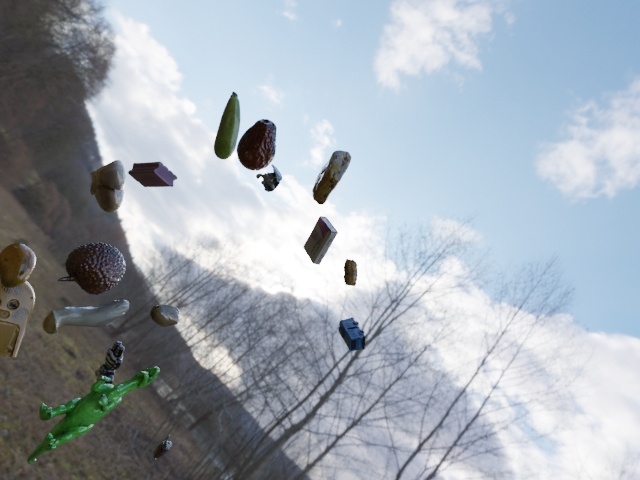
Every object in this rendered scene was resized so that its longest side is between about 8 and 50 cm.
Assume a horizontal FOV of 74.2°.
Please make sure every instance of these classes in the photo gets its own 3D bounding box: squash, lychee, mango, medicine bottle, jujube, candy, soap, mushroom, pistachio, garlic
[{"bbox_3d":[-0.498,-0.623,2.323,0.118,0.118,0.371,31,-69,32],"label":"squash"},{"bbox_3d":[-0.712,0.091,1.321,0.165,0.197,0.165,24,-46,27],"label":"lychee"},{"bbox_3d":[-1.088,0.085,1.518,0.165,0.115,0.089,60,-31,26],"label":"mango"},{"bbox_3d":[0.000,0.000,2.113,0.052,0.201,0.171,17,23,-31],"label":"medicine bottle"},{"bbox_3d":[-0.257,-0.402,1.768,0.168,0.168,0.237,43,-47,12],"label":"jujube"},{"bbox_3d":[-0.605,0.797,1.621,0.175,0.043,0.045,-48,-140,34],"label":"candy"},{"bbox_3d":[-0.778,-0.303,1.961,0.202,0.066,0.122,3,-30,33],"label":"soap"},{"bbox_3d":[-1.041,0.328,1.880,0.159,0.328,0.122,-53,-124,35],"label":"mushroom"},{"bbox_3d":[-0.752,0.362,2.049,0.113,0.113,0.149,26,-13,39],"label":"pistachio"},{"bbox_3d":[-0.693,-0.180,1.405,0.124,0.099,0.175,8,-82,42],"label":"garlic"}]

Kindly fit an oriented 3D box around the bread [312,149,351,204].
[{"bbox_3d":[0.044,-0.304,1.980,0.099,0.235,0.210,31,-38,-6],"label":"bread"}]

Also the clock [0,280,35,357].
[{"bbox_3d":[-1.281,0.286,1.679,0.200,0.318,0.244,3,-19,39],"label":"clock"}]

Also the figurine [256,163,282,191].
[{"bbox_3d":[-0.185,-0.223,1.552,0.082,0.086,0.095,46,19,-56],"label":"figurine"}]

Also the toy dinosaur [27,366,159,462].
[{"bbox_3d":[-0.829,0.617,1.529,0.500,0.374,0.144,-45,-107,38],"label":"toy dinosaur"}]

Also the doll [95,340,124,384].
[{"bbox_3d":[-0.836,0.502,1.673,0.091,0.220,0.067,35,14,33],"label":"doll"}]

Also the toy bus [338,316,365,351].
[{"bbox_3d":[0.164,0.494,2.241,0.185,0.106,0.090,-127,-147,-60],"label":"toy bus"}]

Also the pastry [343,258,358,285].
[{"bbox_3d":[0.157,0.165,2.188,0.056,0.079,0.141,13,-84,63],"label":"pastry"}]
